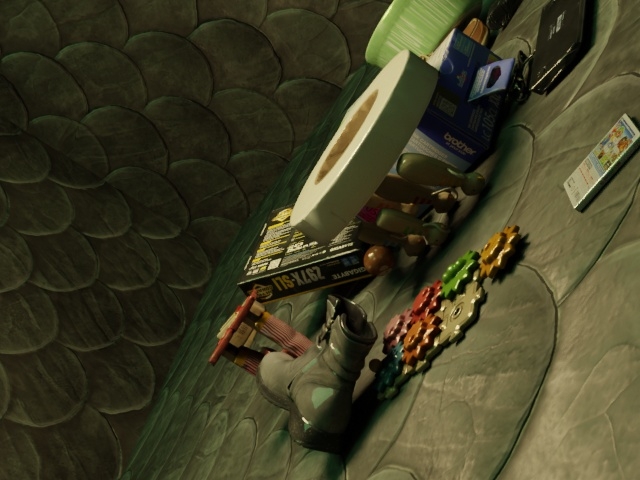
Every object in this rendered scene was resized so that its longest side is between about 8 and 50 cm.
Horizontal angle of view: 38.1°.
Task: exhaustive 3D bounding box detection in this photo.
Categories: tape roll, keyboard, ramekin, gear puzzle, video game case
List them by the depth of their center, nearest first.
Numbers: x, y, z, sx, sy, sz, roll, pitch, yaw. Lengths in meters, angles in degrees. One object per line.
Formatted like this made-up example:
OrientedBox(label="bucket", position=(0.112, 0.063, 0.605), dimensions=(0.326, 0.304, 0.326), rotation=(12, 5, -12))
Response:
OrientedBox(label="video game case", position=(0.359, -0.099, 1.180), dimensions=(0.122, 0.011, 0.087), rotation=(-53, 11, 23))
OrientedBox(label="gear puzzle", position=(0.175, 0.093, 1.357), dimensions=(0.339, 0.044, 0.175), rotation=(-49, 13, 38))
OrientedBox(label="keyboard", position=(0.408, -0.352, 1.654), dimensions=(0.201, 0.033, 0.317), rotation=(-47, 14, 41))
OrientedBox(label="tape roll", position=(0.074, -0.169, 1.693), dimensions=(0.392, 0.072, 0.392), rotation=(-54, 9, 13))
OrientedBox(label="ramekin", position=(0.262, -0.519, 2.282), dimensions=(0.303, 0.148, 0.303), rotation=(-49, -9, -10))

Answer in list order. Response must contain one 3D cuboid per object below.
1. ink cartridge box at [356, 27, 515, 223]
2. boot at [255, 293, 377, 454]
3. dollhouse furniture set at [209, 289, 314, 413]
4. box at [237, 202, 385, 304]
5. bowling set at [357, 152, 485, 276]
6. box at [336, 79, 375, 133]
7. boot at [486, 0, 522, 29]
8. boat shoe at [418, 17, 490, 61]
OrientedBox(label="ink cartridge box", position=(0.216, -0.218, 1.792), dimensions=(0.395, 0.151, 0.270), rotation=(-50, 13, 48))
OrientedBox(label="boot", position=(0.002, 0.189, 1.537), dimensions=(0.338, 0.118, 0.222), rotation=(33, 107, 65))
OrientedBox(label="dollhouse furniture set", position=(-0.093, 0.203, 1.885), dimensions=(0.152, 0.201, 0.374), rotation=(-57, 4, 2))
OrientedBox(label="box", position=(0.000, 0.000, 1.993), dimensions=(0.322, 0.079, 0.257), rotation=(-17, 31, 31))
OrientedBox(label="bowling set", position=(0.154, -0.020, 1.619), dimensions=(0.287, 0.154, 0.200), rotation=(154, 130, -72))
OrientedBox(label="box", position=(0.151, -0.355, 2.612), dimensions=(0.203, 0.114, 0.103), rotation=(-42, 19, 52))
OrientedBox(label="boot", position=(0.407, -0.521, 2.116), dimensions=(0.121, 0.045, 0.099), rotation=(-51, 12, -7))
OrientedBox(label="boat shoe", position=(0.263, -0.373, 2.128), dimensions=(0.324, 0.120, 0.122), rotation=(-56, 11, 6))
